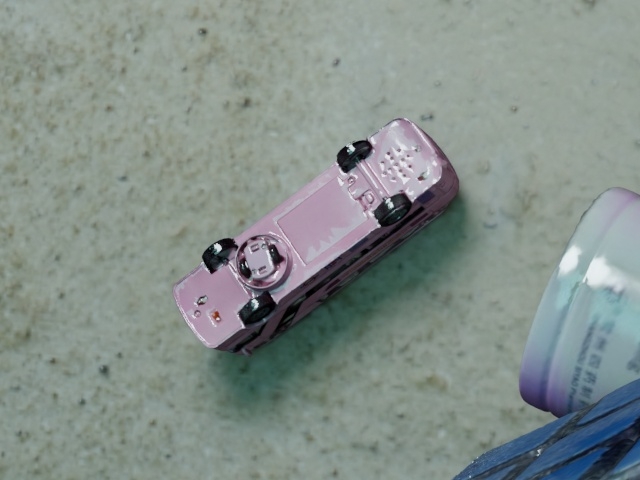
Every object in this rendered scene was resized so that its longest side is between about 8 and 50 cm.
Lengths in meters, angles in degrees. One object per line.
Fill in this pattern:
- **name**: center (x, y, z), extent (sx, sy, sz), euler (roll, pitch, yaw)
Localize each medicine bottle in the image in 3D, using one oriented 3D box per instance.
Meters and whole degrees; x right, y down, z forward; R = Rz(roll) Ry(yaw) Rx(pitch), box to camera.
- **medicine bottle**: center (0.265, 0.082, 1.188), extent (0.254, 0.152, 0.152), euler (24, 89, 20)

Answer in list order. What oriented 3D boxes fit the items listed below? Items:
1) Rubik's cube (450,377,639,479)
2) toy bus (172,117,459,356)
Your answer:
- **Rubik's cube**: center (0.210, 0.227, 0.996), extent (0.301, 0.305, 0.303), euler (-31, 86, 29)
- **toy bus**: center (0.000, 0.000, 1.316), extent (0.203, 0.090, 0.063), euler (-36, 73, 8)
